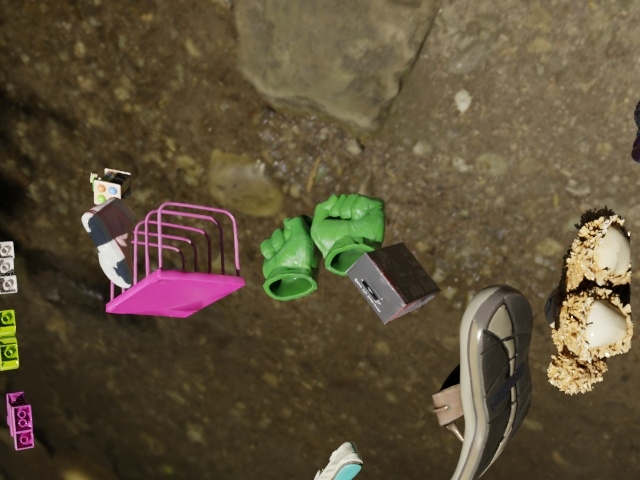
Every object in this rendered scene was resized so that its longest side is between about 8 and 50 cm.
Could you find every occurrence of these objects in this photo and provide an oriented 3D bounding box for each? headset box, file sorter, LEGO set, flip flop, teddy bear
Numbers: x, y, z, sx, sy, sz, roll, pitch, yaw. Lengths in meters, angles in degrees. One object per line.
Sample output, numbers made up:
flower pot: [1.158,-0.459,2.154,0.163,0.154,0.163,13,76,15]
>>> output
headset box: [0.067,0.039,0.791,0.062,0.083,0.032,52,122,15]
file sorter: [-0.332,0.046,1.897,0.202,0.182,0.291,8,157,-34]
LEGO set: [-0.383,0.119,0.949,0.093,0.087,0.227,-6,89,63]
flip flop: [0.156,0.150,0.865,0.080,0.112,0.277,25,139,35]
teddy bear: [0.340,0.078,1.085,0.113,0.338,0.245,1,94,18]

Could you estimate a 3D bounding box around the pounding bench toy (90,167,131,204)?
pounding bench toy: [-0.414,-0.102,1.622,0.083,0.065,0.052,12,121,6]

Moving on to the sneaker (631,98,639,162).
sneaker: [0.579,-0.187,1.384,0.105,0.236,0.095,31,140,-6]

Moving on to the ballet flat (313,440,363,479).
ballet flat: [0.022,0.397,1.424,0.057,0.052,0.168,14,129,-29]

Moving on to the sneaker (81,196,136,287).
sneaker: [-0.277,-0.001,1.178,0.051,0.070,0.134,10,132,31]

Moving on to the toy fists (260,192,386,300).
toy fists: [0.000,0.000,1.531,0.279,0.142,0.096,-26,131,35]
